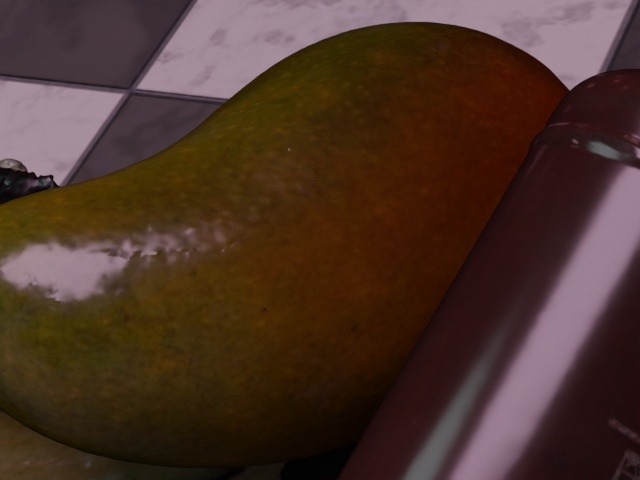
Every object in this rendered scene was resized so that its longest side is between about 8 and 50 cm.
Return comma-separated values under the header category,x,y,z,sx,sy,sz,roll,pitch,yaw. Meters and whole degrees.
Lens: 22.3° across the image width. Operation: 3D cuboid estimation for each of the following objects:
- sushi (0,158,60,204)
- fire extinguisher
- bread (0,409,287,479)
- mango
category,x,y,z,sx,sy,sz,roll,pitch,yaw
sushi,-0.146,0.015,0.662,0.150,0.090,0.078,9,49,26
fire extinguisher,0.095,0.037,0.556,0.102,0.138,0.344,28,80,20
bread,-0.154,0.125,0.645,0.286,0.056,0.207,-6,42,15
mango,0.003,0.004,0.616,0.289,0.146,0.129,-31,13,-33
